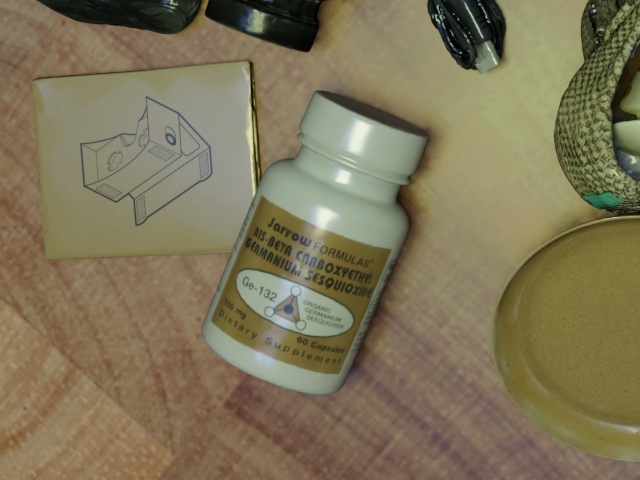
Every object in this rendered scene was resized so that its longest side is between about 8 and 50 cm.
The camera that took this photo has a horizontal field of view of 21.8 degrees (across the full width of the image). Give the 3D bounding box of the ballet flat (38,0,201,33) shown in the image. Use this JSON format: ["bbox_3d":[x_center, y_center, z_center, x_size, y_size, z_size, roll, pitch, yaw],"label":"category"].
[{"bbox_3d":[-0.185,-0.218,1.446,0.173,0.049,0.057,16,142,12],"label":"ballet flat"}]

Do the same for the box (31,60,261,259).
[{"bbox_3d":[-0.151,-0.069,1.461,0.201,0.021,0.165,-3,96,14],"label":"box"}]

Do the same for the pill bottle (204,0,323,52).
[{"bbox_3d":[-0.016,-0.272,1.355,0.122,0.123,0.219,22,101,9],"label":"pill bottle"}]

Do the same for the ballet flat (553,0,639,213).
[{"bbox_3d":[0.343,-0.223,1.220,0.164,0.182,0.483,32,94,-6],"label":"ballet flat"}]

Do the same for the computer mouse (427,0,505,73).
[{"bbox_3d":[0.189,-0.269,1.335,0.272,0.072,0.189,-26,89,14],"label":"computer mouse"}]

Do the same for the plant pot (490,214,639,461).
[{"bbox_3d":[0.257,0.076,1.344,0.236,0.032,0.236,6,121,9],"label":"plant pot"}]

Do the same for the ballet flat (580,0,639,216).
[{"bbox_3d":[0.265,-0.085,1.346,0.084,0.058,0.250,-14,93,13],"label":"ballet flat"}]

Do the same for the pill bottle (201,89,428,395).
[{"bbox_3d":[0.000,0.000,1.378,0.131,0.131,0.229,24,101,9],"label":"pill bottle"}]
